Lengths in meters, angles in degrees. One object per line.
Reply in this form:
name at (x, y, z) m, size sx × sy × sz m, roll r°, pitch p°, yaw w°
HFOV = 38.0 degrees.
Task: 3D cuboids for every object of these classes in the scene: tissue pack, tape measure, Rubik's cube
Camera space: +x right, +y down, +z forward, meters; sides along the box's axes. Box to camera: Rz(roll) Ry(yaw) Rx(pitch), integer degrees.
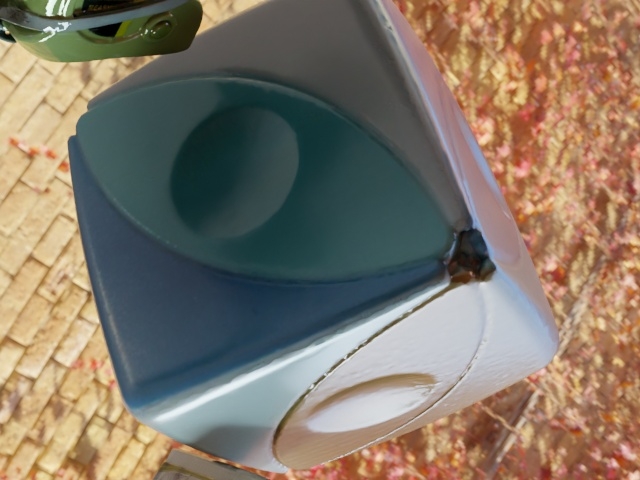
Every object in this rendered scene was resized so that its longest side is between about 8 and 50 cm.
tissue pack at (-0.087, 0.271, 0.870) m, size 0.149 × 0.106 × 0.099 m, roll 3°, pitch -128°, yaw 45°
tape measure at (-0.159, -0.201, 0.686) m, size 0.087 × 0.177 × 0.154 m, roll 53°, pitch -46°, yaw 15°
Rubik's cube at (0.000, 0.000, 0.910) m, size 0.347 × 0.352 × 0.351 m, roll -26°, pitch -117°, yaw 15°
